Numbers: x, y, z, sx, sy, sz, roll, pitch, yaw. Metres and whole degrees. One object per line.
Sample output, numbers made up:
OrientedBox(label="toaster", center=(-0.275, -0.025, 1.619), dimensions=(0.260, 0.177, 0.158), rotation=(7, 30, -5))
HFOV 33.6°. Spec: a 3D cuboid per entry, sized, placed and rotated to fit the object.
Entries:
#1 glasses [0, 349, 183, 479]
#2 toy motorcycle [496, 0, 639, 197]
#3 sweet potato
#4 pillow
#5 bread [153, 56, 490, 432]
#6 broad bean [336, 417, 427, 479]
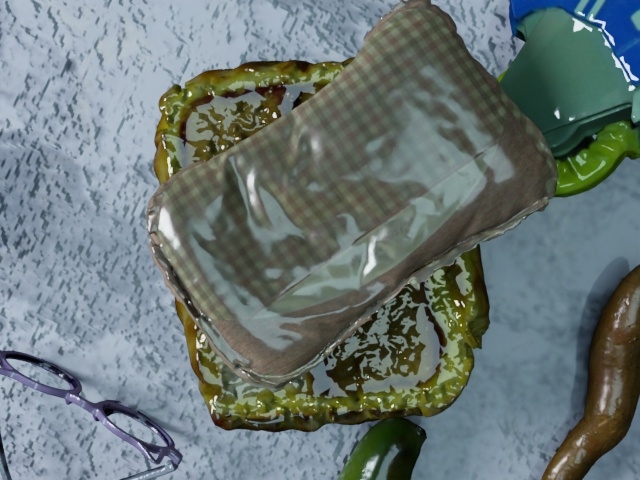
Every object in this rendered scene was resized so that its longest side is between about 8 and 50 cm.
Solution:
OrientedBox(label="glasses", center=(-0.169, 0.140, 0.660), dimensions=(0.140, 0.062, 0.104), rotation=(30, 94, 2))
OrientedBox(label="toy motorcycle", center=(0.236, -0.153, 0.592), dimensions=(0.326, 0.191, 0.200), rotation=(-15, 80, 21))
OrientedBox(label="sweet potato", center=(0.177, 0.097, 0.657), dimensions=(0.044, 0.044, 0.179), rotation=(18, 99, 2))
OrientedBox(label="pillow", center=(0.013, -0.021, 0.570), dimensions=(0.211, 0.034, 0.135), rotation=(-37, 89, 4))
OrientedBox(label="bread", center=(0.000, 0.000, 0.633), dimensions=(0.181, 0.096, 0.222), rotation=(-10, 89, 1))
OrientedBox(label="broad bean", center=(-0.055, 0.216, 0.661), dimensions=(0.292, 0.049, 0.144), rotation=(-19, 96, 0))
